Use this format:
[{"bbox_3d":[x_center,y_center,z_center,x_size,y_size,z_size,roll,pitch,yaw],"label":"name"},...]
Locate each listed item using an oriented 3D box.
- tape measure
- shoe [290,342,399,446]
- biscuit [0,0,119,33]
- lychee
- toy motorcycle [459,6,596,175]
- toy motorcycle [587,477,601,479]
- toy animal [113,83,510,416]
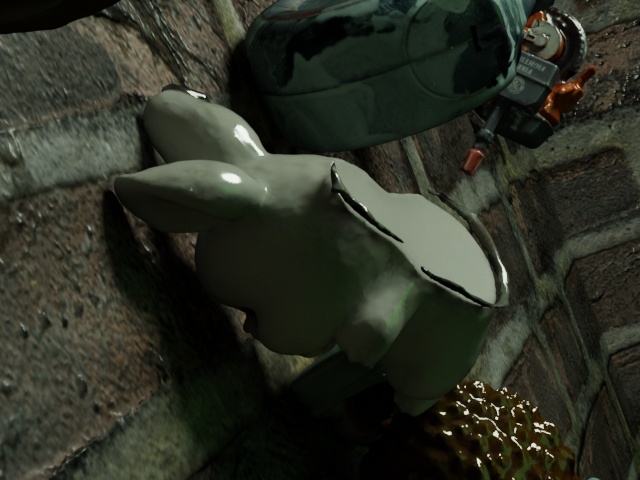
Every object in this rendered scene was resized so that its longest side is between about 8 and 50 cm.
[{"bbox_3d":[0.071,-0.181,1.464,0.256,0.275,0.147,-56,129,-63],"label":"tape measure"},{"bbox_3d":[0.053,0.126,1.357,0.251,0.103,0.100,-13,82,-68],"label":"shoe"},{"bbox_3d":[-0.186,-0.264,0.754,0.115,0.268,0.366,11,57,-63],"label":"biscuit"},{"bbox_3d":[0.121,0.231,1.281,0.200,0.200,0.238,-53,128,-71],"label":"lychee"},{"bbox_3d":[0.127,-0.194,1.713,0.325,0.221,0.148,27,-2,21],"label":"toy motorcycle"},{"bbox_3d":[0.231,0.299,1.665,0.206,0.154,0.260,30,27,-31],"label":"toy motorcycle"},{"bbox_3d":[0.003,0.006,1.169,0.325,0.154,0.208,42,24,-17],"label":"toy animal"}]
